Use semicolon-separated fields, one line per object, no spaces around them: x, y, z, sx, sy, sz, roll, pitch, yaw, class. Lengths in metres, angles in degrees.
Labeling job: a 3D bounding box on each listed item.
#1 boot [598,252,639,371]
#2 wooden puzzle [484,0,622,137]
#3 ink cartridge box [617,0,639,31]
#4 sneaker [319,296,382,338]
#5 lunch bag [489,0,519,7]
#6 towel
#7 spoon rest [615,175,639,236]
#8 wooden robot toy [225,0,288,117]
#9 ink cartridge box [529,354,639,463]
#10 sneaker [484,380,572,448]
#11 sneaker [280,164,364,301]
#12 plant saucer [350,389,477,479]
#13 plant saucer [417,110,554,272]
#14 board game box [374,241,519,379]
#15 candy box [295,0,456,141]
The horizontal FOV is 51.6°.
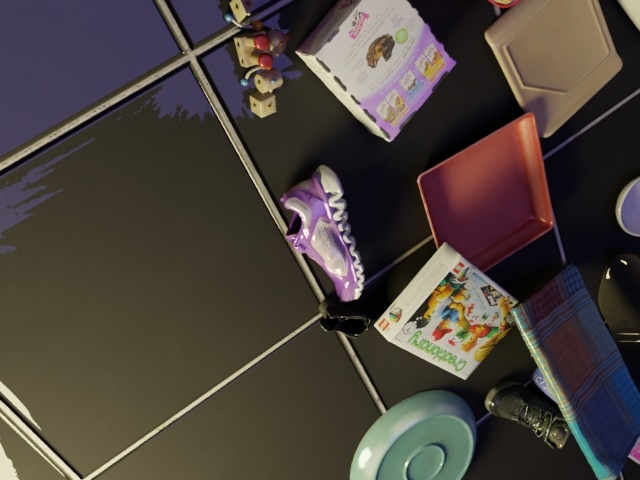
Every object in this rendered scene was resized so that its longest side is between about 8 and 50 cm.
0.713;0.146;1.520;0.115;0.112;0.305;-43;125;-43;boot
0.415;-0.339;1.178;0.221;0.044;0.238;-43;119;-5;wooden puzzle
0.667;-0.574;1.135;0.279;0.160;0.384;31;94;-33;ink cartridge box
0.060;0.145;1.161;0.170;0.089;0.051;21;99;-32;sneaker
0.240;-0.495;0.923;0.293;0.120;0.258;17;126;-33;lunch bag
0.528;0.249;1.315;0.271;0.040;0.370;-25;87;-44;towel
0.740;-0.055;1.438;0.276;0.084;0.137;21;100;-33;spoon rest
-0.072;-0.266;0.935;0.079;0.076;0.173;-28;122;-28;wooden robot toy
0.594;0.376;1.480;0.311;0.186;0.065;38;93;-33;ink cartridge box
0.468;0.382;1.452;0.228;0.130;0.087;26;95;-31;sneaker
0.000;0.000;1.075;0.105;0.095;0.236;-22;114;-11;sneaker
0.212;0.466;1.404;0.318;0.044;0.317;-11;116;-24;plant saucer
0.302;-0.074;1.222;0.259;0.048;0.258;-30;121;-13;plant saucer
0.252;0.142;1.236;0.193;0.053;0.305;-51;136;8;board game box
0.087;-0.279;1.009;0.165;0.070;0.196;-50;124;-1;candy box
